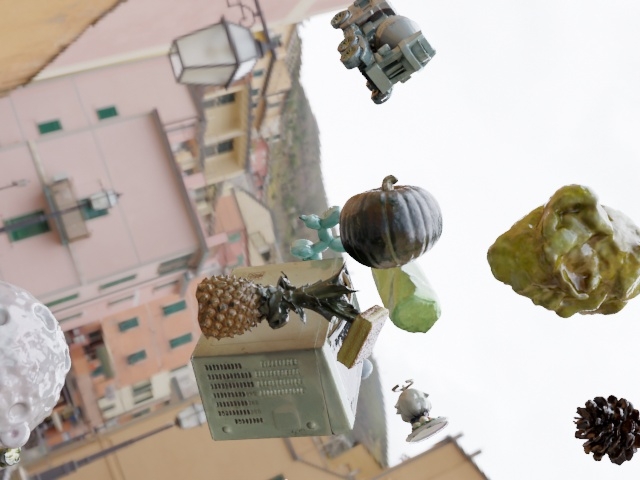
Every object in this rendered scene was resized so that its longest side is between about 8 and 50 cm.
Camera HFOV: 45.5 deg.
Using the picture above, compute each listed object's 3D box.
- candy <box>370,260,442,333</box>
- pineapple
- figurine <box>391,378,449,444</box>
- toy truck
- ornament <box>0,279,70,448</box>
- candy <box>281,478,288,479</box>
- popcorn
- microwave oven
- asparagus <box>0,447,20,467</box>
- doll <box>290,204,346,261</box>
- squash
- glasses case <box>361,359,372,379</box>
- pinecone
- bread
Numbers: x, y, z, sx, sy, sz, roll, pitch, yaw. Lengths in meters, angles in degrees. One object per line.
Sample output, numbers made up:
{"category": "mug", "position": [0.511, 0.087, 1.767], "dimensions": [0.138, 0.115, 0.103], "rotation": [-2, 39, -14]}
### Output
{"category": "candy", "position": [0.231, 0.134, 2.073], "dimensions": [0.142, 0.132, 0.343], "rotation": [43, 12, -18]}
{"category": "pineapple", "position": [-0.070, 0.102, 1.303], "dimensions": [0.130, 0.278, 0.118], "rotation": [122, -39, -83]}
{"category": "figurine", "position": [0.245, 0.430, 1.976], "dimensions": [0.153, 0.132, 0.132], "rotation": [61, -24, 28]}
{"category": "toy truck", "position": [0.111, -0.347, 1.333], "dimensions": [0.108, 0.140, 0.256], "rotation": [44, 22, -33]}
{"category": "ornament", "position": [-0.648, 0.228, 1.447], "dimensions": [0.337, 0.337, 0.337], "rotation": [49, -30, 43]}
{"category": "candy", "position": [-0.115, 0.703, 1.845], "dimensions": [0.102, 0.104, 0.233], "rotation": [142, -55, -69]}
{"category": "popcorn", "position": [0.583, 0.024, 1.756], "dimensions": [0.292, 0.334, 0.293], "rotation": [-63, -144, 13]}
{"category": "microwave oven", "position": [-0.072, 0.240, 1.695], "dimensions": [0.394, 0.333, 0.247], "rotation": [-73, 154, -63]}
{"category": "asparagus", "position": [-0.818, 0.539, 1.953], "dimensions": [0.287, 0.080, 0.080], "rotation": [-10, -81, 49]}
{"category": "doll", "position": [0.000, 0.000, 1.901], "dimensions": [0.059, 0.159, 0.159], "rotation": [-88, 167, -62]}
{"category": "squash", "position": [0.138, -0.033, 1.516], "dimensions": [0.172, 0.218, 0.218], "rotation": [59, -22, -1]}
{"category": "glasses case", "position": [0.081, 0.380, 2.414], "dimensions": [0.179, 0.067, 0.045], "rotation": [23, -26, 28]}
{"category": "pinecone", "position": [0.561, 0.365, 1.498], "dimensions": [0.140, 0.121, 0.140], "rotation": [-52, -158, 31]}
{"category": "bread", "position": [0.069, 0.152, 1.222], "dimensions": [0.035, 0.094, 0.090], "rotation": [29, -74, 17]}
